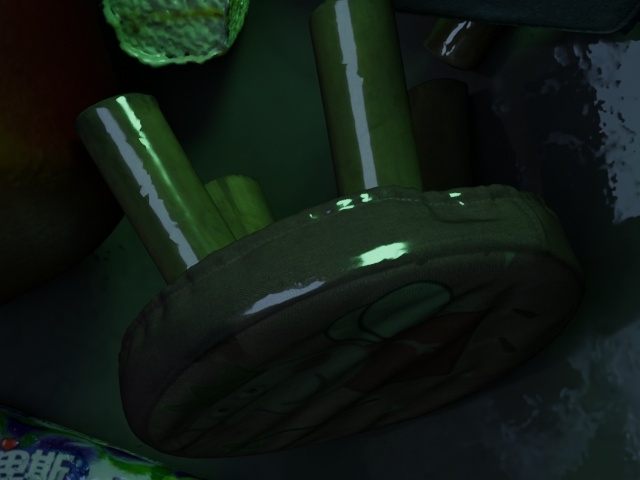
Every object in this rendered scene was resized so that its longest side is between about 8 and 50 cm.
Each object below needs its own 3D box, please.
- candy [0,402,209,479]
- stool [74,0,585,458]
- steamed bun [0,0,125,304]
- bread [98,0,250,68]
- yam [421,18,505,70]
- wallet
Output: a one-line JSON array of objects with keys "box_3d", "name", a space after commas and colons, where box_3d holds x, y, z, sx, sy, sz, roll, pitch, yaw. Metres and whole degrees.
[{"box_3d": [-0.198, 0.163, 1.328, 0.312, 0.061, 0.088, 17, 93, 26], "name": "candy"}, {"box_3d": [0.000, 0.000, 1.133, 0.272, 0.272, 0.178, -27, 67, 23], "name": "stool"}, {"box_3d": [-0.247, -0.078, 1.210, 0.248, 0.379, 0.235, -18, 79, -4], "name": "steamed bun"}, {"box_3d": [-0.094, -0.202, 1.253, 0.103, 0.110, 0.156, 1, 125, 19], "name": "bread"}, {"box_3d": [0.161, -0.242, 1.172, 0.327, 0.045, 0.045, -57, 45, 14], "name": "yam"}, {"box_3d": [0.112, -0.159, 1.073, 0.167, 0.222, 0.036, 6, 79, -6], "name": "wallet"}]
